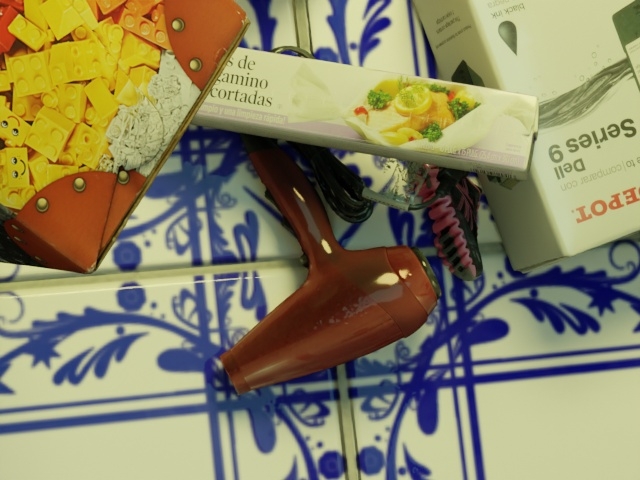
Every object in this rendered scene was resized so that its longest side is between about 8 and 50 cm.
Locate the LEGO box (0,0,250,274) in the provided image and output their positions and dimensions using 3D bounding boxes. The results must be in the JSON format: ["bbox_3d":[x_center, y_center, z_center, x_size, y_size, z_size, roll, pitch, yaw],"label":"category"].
[{"bbox_3d":[-0.340,-0.166,1.154,0.372,0.500,0.193,39,72,-28],"label":"LEGO box"}]

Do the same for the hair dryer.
[{"bbox_3d":[0.000,0.000,1.511,0.223,0.080,0.293,20,75,13],"label":"hair dryer"}]

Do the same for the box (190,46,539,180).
[{"bbox_3d":[0.015,-0.108,1.460,0.324,0.067,0.063,10,84,9],"label":"box"}]

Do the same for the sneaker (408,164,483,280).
[{"bbox_3d":[0.121,-0.025,1.557,0.057,0.047,0.119,-19,89,-29],"label":"sneaker"}]

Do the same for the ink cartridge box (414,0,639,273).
[{"bbox_3d":[0.228,-0.142,1.560,0.211,0.121,0.289,-20,89,-18],"label":"ink cartridge box"}]
